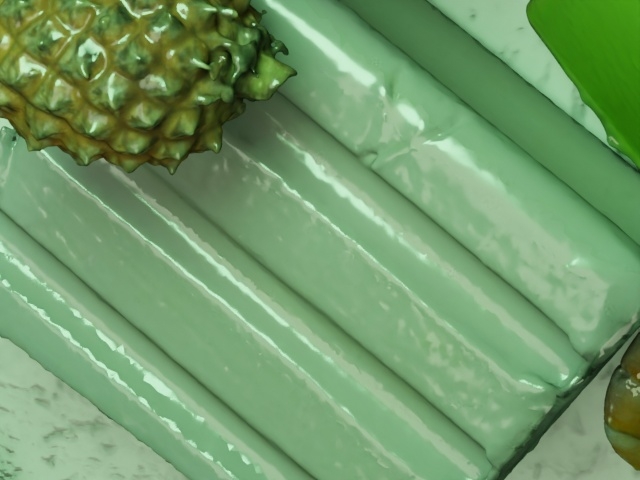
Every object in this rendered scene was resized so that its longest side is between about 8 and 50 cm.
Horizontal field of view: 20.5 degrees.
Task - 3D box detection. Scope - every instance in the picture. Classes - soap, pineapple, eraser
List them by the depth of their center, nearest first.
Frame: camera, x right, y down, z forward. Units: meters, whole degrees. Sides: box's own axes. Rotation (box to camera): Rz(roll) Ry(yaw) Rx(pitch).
[{"bbox_3d":[-0.107,-0.118,1.081,0.193,0.166,0.166,14,111,12],"label":"pineapple"},{"bbox_3d":[0.235,-0.116,1.096,0.092,0.274,0.210,-37,85,-6],"label":"eraser"},{"bbox_3d":[0.000,0.000,1.268,0.435,0.213,0.350,38,113,10],"label":"soap"}]

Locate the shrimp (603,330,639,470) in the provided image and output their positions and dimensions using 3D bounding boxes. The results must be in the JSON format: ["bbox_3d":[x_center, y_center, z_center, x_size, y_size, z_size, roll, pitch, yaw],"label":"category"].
[{"bbox_3d":[0.302,0.067,1.221,0.145,0.059,0.254,35,101,-28],"label":"shrimp"}]
